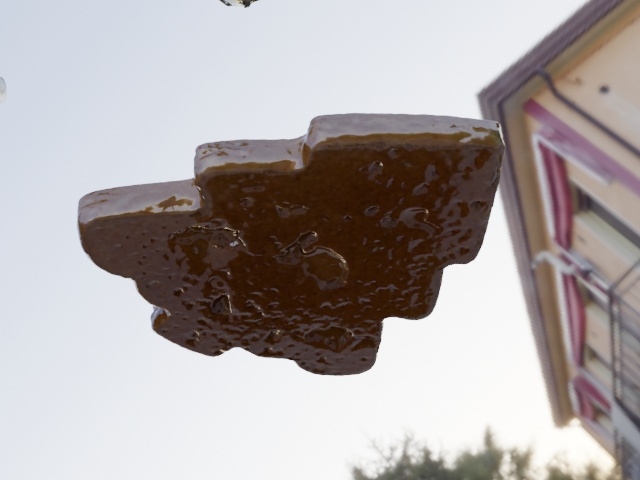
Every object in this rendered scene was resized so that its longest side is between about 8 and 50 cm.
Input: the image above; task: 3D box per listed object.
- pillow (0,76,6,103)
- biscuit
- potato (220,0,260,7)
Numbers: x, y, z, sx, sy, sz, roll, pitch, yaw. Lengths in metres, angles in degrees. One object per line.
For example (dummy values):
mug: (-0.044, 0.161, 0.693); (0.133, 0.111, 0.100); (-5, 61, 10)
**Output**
pillow: (-0.430, -0.166, 0.956); (0.134, 0.181, 0.078); (-9, -81, -8)
biscuit: (0.000, 0.000, 0.607); (0.306, 0.043, 0.284); (-31, -48, 30)
potato: (-0.082, -0.373, 0.923); (0.113, 0.149, 0.251); (3, -47, 0)
